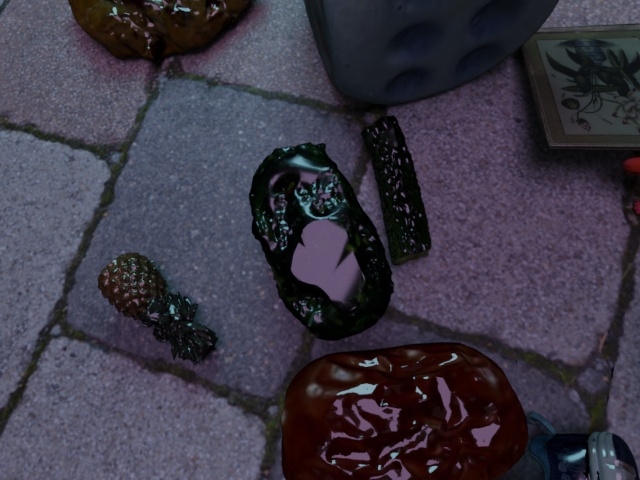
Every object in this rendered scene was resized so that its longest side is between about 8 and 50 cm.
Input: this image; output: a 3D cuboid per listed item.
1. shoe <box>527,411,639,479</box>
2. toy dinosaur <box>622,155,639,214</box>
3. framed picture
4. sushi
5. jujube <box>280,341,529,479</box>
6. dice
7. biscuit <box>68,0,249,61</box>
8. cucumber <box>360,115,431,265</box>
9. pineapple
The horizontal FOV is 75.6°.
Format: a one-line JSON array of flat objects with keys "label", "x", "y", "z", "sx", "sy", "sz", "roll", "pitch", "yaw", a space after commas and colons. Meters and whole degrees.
[{"label": "shoe", "x": 0.230, "y": 0.277, "z": 0.387, "sx": 0.106, "sy": 0.091, "sz": 0.207, "roll": -5, "pitch": 61, "yaw": 46}, {"label": "toy dinosaur", "x": 0.472, "y": -0.058, "z": 0.417, "sx": 0.286, "sy": 0.139, "sz": 0.070, "roll": 13, "pitch": 78, "yaw": 9}, {"label": "framed picture", "x": 0.342, "y": -0.191, "z": 0.497, "sx": 0.173, "sy": 0.010, "sz": 0.231, "roll": 1, "pitch": 57, "yaw": 8}, {"label": "sushi", "x": 0.000, "y": 0.000, "z": 0.465, "sx": 0.124, "sy": 0.127, "sz": 0.225, "roll": -23, "pitch": 72, "yaw": 0}, {"label": "jujube", "x": 0.075, "y": 0.175, "z": 0.400, "sx": 0.230, "sy": 0.155, "sz": 0.155, "roll": -16, "pitch": 74, "yaw": 1}, {"label": "dice", "x": 0.106, "y": -0.341, "z": 0.468, "sx": 0.265, "sy": 0.268, "sz": 0.262, "roll": -17, "pitch": 74, "yaw": 1}, {"label": "biscuit", "x": -0.232, "y": -0.425, "z": 0.629, "sx": 0.334, "sy": 0.081, "sz": 0.289, "roll": -36, "pitch": 73, "yaw": -2}, {"label": "cucumber", "x": 0.094, "y": -0.065, "z": 0.509, "sx": 0.058, "sy": 0.058, "sz": 0.187, "roll": -11, "pitch": 73, "yaw": 4}, {"label": "pineapple", "x": -0.193, "y": 0.085, "z": 0.499, "sx": 0.159, "sy": 0.074, "sz": 0.074, "roll": 41, "pitch": 83, "yaw": 6}]
